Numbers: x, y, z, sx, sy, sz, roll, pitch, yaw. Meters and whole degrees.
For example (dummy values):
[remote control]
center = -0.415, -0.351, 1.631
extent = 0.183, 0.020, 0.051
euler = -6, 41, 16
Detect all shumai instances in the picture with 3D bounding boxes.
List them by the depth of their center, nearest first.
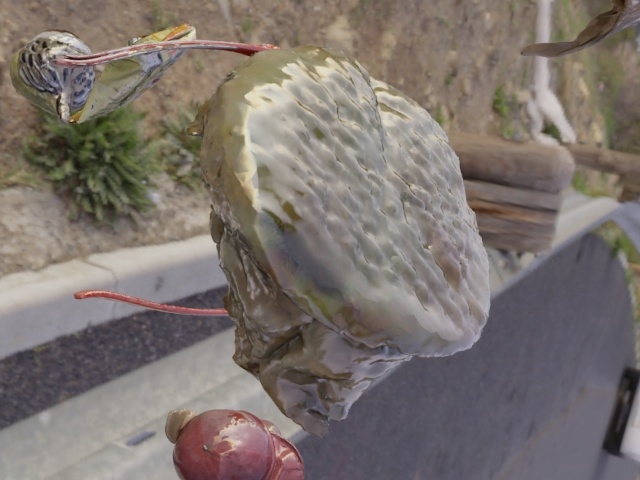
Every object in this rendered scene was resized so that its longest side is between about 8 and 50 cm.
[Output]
[shumai]
center = 0.000, 0.000, 0.491
extent = 0.201, 0.120, 0.201
euler = 29, 44, -32

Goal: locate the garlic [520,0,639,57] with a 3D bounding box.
[garlic]
center = 0.117, -0.116, 0.300
extent = 0.174, 0.124, 0.099
euler = -33, 116, -65

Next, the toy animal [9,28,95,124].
[toy animal]
center = -0.296, -0.189, 1.038
extent = 0.098, 0.137, 0.098
euler = -18, 126, -27

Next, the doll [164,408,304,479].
[doll]
center = -0.110, 0.325, 1.255
extent = 0.256, 0.196, 0.152
euler = 84, 15, -50

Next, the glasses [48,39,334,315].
[glasses]
center = -0.073, -0.047, 0.726
extent = 0.268, 0.118, 0.234
euler = -10, 99, -61

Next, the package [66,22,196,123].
[package]
center = -0.176, -0.159, 0.864
extent = 0.121, 0.031, 0.108
euler = -37, -174, 32
